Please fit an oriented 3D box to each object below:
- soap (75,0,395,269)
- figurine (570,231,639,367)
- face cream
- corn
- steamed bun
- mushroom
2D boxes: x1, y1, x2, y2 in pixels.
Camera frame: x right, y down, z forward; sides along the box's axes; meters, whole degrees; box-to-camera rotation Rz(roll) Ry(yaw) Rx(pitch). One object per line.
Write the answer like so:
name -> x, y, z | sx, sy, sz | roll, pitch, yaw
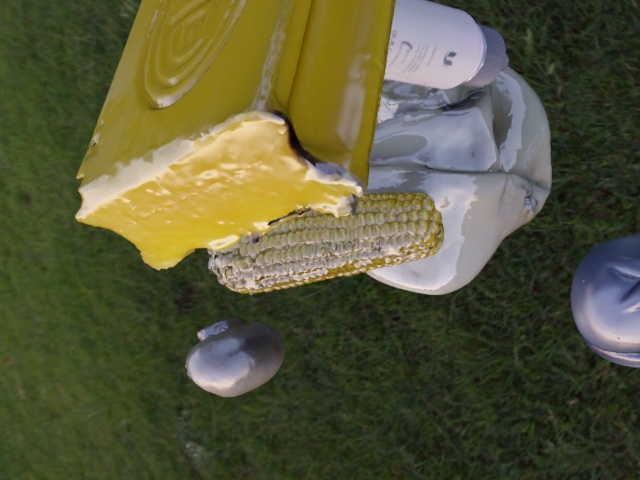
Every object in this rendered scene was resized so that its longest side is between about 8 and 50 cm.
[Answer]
soap -> -0.050, -0.149, 0.568 | 0.204, 0.096, 0.324 | -19, 48, 37
figurine -> 0.443, 0.067, 0.978 | 0.265, 0.175, 0.197 | -21, 124, 24
face cream -> 0.102, -0.213, 0.862 | 0.092, 0.312, 0.092 | 3, 94, 48
corn -> 0.000, 0.000, 1.022 | 0.318, 0.115, 0.115 | -12, 90, 16
steamed bun -> 0.154, -0.137, 1.170 | 0.343, 0.368, 0.255 | 29, 145, 39
mushroom -> -0.142, 0.204, 1.469 | 0.117, 0.188, 0.141 | -29, 80, 49
